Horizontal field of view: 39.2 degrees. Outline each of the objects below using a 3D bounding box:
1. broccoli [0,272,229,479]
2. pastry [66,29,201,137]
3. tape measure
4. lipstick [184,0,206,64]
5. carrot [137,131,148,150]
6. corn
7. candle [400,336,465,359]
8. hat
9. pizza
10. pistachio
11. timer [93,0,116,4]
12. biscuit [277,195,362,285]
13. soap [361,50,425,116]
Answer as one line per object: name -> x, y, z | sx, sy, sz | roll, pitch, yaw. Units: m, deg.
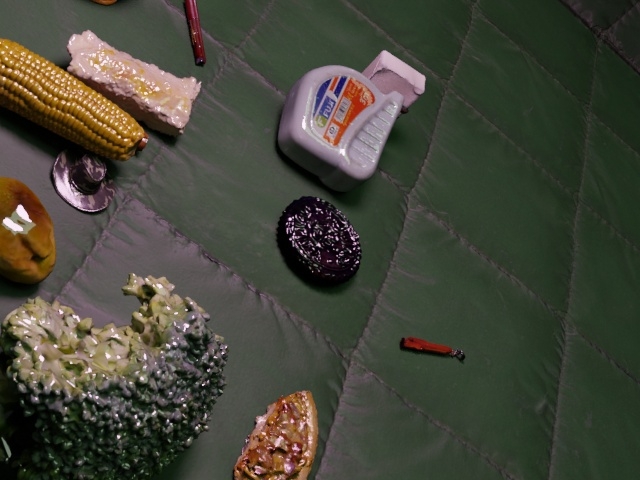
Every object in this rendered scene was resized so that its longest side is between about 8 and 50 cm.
broccoli -> -0.282, 0.186, 1.175 | 0.317, 0.277, 0.338 | 17, 38, -6
pastry -> -0.341, -0.278, 1.611 | 0.258, 0.089, 0.122 | 20, 50, -28
tape measure -> 0.037, -0.239, 1.865 | 0.246, 0.125, 0.243 | 32, 60, -15
lipstick -> -0.257, -0.434, 1.856 | 0.027, 0.027, 0.177 | 9, 55, -37
carrot -> -0.374, -0.211, 1.561 | 0.161, 0.055, 0.055 | 35, 42, -24
corn -> -0.430, -0.230, 1.461 | 0.305, 0.106, 0.106 | 28, 44, -10
candle -> 0.225, 0.213, 1.779 | 0.167, 0.021, 0.026 | 15, 51, -33
hat -> -0.380, -0.107, 1.473 | 0.121, 0.050, 0.121 | 24, 48, -29
pizza -> -0.059, 0.328, 1.410 | 0.127, 0.058, 0.246 | 48, 38, 0
pistachio -> -0.458, -0.022, 1.299 | 0.110, 0.100, 0.189 | -23, 77, -52
timer -> -0.396, -0.604, 1.701 | 0.233, 0.240, 0.234 | 23, 47, -27
biscuit -> 0.000, 0.000, 1.723 | 0.194, 0.053, 0.195 | 23, 48, -27
soap -> 0.131, -0.318, 1.987 | 0.121, 0.183, 0.064 | 29, 44, -21
